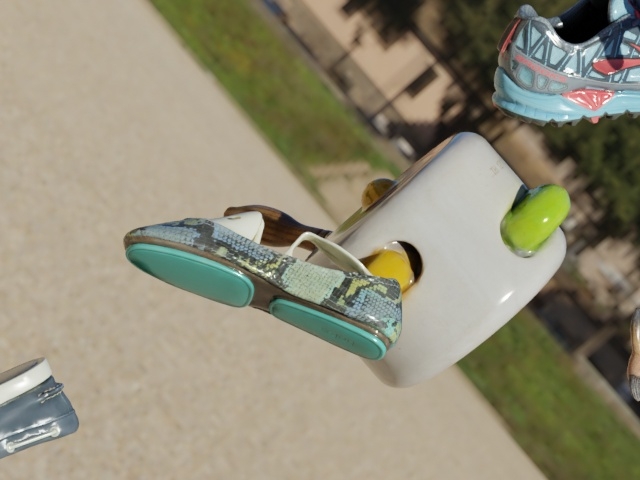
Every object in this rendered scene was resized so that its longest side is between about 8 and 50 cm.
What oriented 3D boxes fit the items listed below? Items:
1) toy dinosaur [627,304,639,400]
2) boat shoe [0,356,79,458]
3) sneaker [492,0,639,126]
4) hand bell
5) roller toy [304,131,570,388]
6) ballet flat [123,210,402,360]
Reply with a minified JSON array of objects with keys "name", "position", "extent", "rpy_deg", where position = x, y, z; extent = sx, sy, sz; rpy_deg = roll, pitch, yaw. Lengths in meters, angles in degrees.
[{"name":"toy dinosaur","position":[0.336,0.039,1.558],"extent":[0.200,0.127,0.296],"rpy_deg":[41,26,-30]},{"name":"boat shoe","position":[-0.328,0.190,1.481],"extent":[0.079,0.254,0.095],"rpy_deg":[62,-11,-7]},{"name":"sneaker","position":[0.288,-0.181,1.618],"extent":[0.104,0.261,0.125],"rpy_deg":[-133,-141,-55]},{"name":"hand bell","position":[0.000,0.000,1.693],"extent":[0.242,0.126,0.126],"rpy_deg":[17,-19,39]},{"name":"roller toy","position":[0.084,0.012,1.402],"extent":[0.146,0.209,0.191],"rpy_deg":[50,-13,-2]},{"name":"ballet flat","position":[-0.033,0.017,1.132],"extent":[0.188,0.070,0.070],"rpy_deg":[23,7,-8]}]
